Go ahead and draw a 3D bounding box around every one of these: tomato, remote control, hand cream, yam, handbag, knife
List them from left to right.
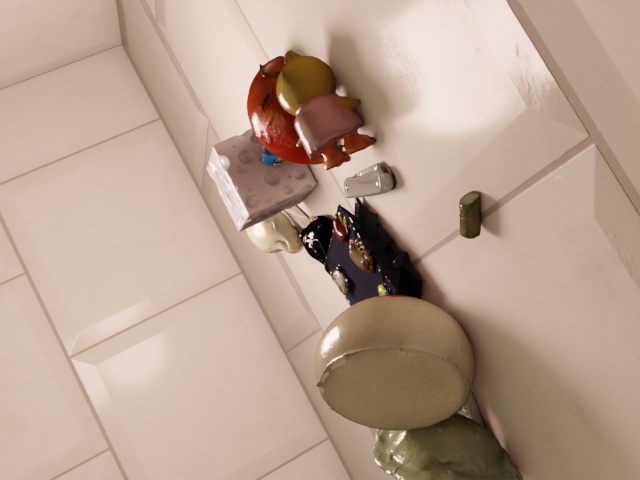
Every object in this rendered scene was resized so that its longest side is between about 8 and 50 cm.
[{"bbox_3d":[-0.098,-0.316,1.876,0.309,0.170,0.309,54,161,29],"label":"tomato"},{"bbox_3d":[-0.098,-0.102,2.429,0.234,0.050,0.080,43,154,39],"label":"hand cream"},{"bbox_3d":[0.114,-0.142,1.736,0.265,0.040,0.073,173,83,-73],"label":"knife"},{"bbox_3d":[0.133,0.086,1.881,0.303,0.122,0.329,55,160,29],"label":"handbag"},{"bbox_3d":[0.365,0.419,1.821,0.103,0.034,0.250,22,136,66],"label":"remote control"},{"bbox_3d":[0.284,-0.048,1.348,0.043,0.043,0.094,45,155,47],"label":"yam"}]

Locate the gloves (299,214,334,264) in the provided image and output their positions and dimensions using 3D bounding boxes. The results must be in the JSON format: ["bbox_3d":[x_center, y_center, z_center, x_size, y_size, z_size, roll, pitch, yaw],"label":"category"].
[{"bbox_3d":[0.000,0.000,2.179,0.203,0.124,0.164,164,98,-65],"label":"gloves"}]

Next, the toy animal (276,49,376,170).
[{"bbox_3d":[-0.011,-0.310,1.641,0.195,0.169,0.281,-30,79,31],"label":"toy animal"}]

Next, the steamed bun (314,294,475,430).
[{"bbox_3d":[0.176,0.270,1.677,0.241,0.374,0.374,-79,-15,-44],"label":"steamed bun"}]

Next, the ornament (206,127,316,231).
[{"bbox_3d":[-0.187,-0.201,2.201,0.240,0.239,0.239,62,162,4],"label":"ornament"}]

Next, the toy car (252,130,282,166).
[{"bbox_3d":[-0.147,-0.307,2.055,0.097,0.100,0.191,104,167,-75],"label":"toy car"}]

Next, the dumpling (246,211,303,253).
[{"bbox_3d":[-0.159,-0.041,2.470,0.258,0.193,0.147,36,115,18],"label":"dumpling"}]

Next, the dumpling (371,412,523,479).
[{"bbox_3d":[0.296,0.522,1.746,0.270,0.320,0.212,25,-129,-45],"label":"dumpling"}]
